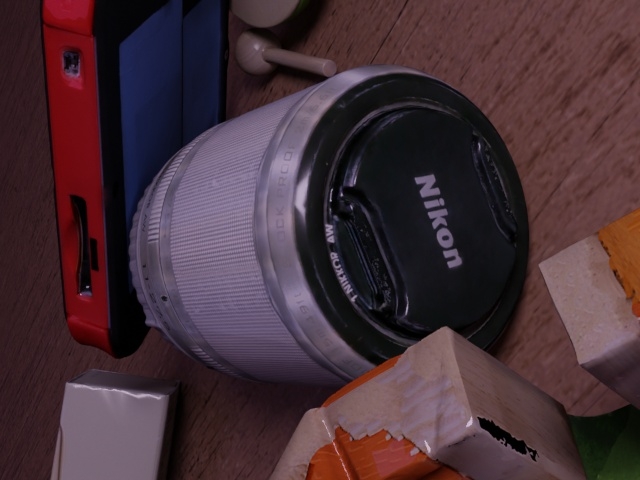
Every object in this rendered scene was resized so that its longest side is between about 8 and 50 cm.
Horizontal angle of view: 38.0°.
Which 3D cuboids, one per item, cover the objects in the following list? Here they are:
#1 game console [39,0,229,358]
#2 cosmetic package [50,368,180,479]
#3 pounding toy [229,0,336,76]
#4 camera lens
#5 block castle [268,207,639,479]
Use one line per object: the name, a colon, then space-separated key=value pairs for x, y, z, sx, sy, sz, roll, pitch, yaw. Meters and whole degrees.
game console: x=-0.144 y=-0.121 z=0.856 sx=0.342 sy=0.060 sz=0.387 roll=-61 pitch=-19 yaw=-56
cosmetic package: x=-0.235 y=0.307 z=1.020 sx=0.160 sy=0.113 sz=0.310 roll=136 pitch=142 yaw=-85
pounding toy: x=-0.027 y=-0.293 z=0.953 sx=0.183 sy=0.110 sz=0.237 roll=12 pitch=119 yaw=50
camera lens: x=0.000 y=0.000 z=0.701 sx=0.274 sy=0.219 sz=0.219 roll=-9 pitch=74 yaw=55
block castle: x=0.160 y=0.180 z=0.370 sx=0.453 sy=0.213 sz=0.303 roll=-35 pitch=42 yaw=25
